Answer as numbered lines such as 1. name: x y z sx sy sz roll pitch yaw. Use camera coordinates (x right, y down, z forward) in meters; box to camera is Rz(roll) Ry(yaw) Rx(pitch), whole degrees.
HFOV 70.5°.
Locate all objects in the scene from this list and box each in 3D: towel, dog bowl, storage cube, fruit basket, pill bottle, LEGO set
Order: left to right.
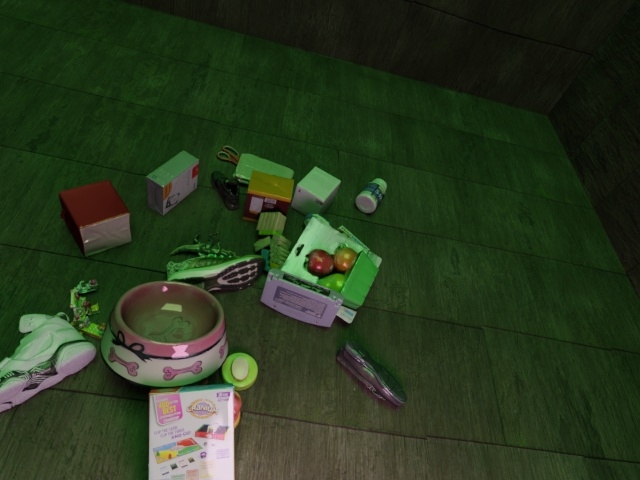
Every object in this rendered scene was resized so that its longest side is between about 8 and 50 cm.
1. LEGO set: -0.777 0.251 1.540 0.132 0.107 0.287 -25 63 -34
2. storage cube: -0.861 -0.084 1.741 0.215 0.184 0.193 -25 64 -34
3. dog bowl: -0.495 0.284 1.485 0.407 0.150 0.408 13 25 -6
4. towel: -0.276 -0.320 2.219 0.282 0.049 0.187 19 48 -10
5. fruit basket: 0.042 0.118 1.861 0.353 0.165 0.327 29 63 0
6. pill bottle: 0.264 -0.232 2.296 0.112 0.112 0.187 31 49 8

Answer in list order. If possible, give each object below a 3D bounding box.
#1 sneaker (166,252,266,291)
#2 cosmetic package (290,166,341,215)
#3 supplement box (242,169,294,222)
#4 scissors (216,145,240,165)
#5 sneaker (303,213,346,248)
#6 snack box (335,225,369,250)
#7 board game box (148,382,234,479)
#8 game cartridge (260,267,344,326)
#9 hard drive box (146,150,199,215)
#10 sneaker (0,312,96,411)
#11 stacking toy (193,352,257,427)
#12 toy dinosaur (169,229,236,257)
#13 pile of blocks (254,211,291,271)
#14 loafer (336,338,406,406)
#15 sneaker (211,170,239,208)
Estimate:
1. sneaker: -0.416 0.097 1.774 0.410 0.158 0.182 -10 46 -27
2. cosmetic package: -0.022 -0.222 2.163 0.151 0.151 0.184 32 48 9
3. supplement box: -0.234 -0.182 2.027 0.191 0.194 0.129 12 49 -9
4. scissors: -0.388 -0.378 2.255 0.297 0.021 0.109 34 49 11
5. sneaker: 0.000 0.000 2.013 0.131 0.112 0.296 -24 62 -33
6. snack box: 0.143 0.004 2.117 0.178 0.022 0.064 42 50 18
7. board game box: -0.371 0.590 1.316 0.242 0.064 0.317 1 83 -16
8. game cartridge: -0.077 0.227 1.738 0.297 0.198 0.062 21 48 -1
9. hard drive box: -0.637 -0.250 1.958 0.089 0.181 0.232 30 49 7
10. sneaker: -0.912 0.362 1.388 0.365 0.137 0.210 -27 63 -40
11. stacking toy: -0.356 0.443 1.509 0.309 0.130 0.279 30 49 6
12. toy dinosaur: -0.477 0.018 1.871 0.268 0.064 0.118 5 57 -11
13. pile of blocks: -0.187 0.047 1.933 0.112 0.149 0.362 34 39 -53
14. loafer: 0.186 0.504 1.688 0.302 0.095 0.109 45 21 14
15. sneaker: -0.431 -0.264 2.075 0.087 0.130 0.227 -13 55 -30
